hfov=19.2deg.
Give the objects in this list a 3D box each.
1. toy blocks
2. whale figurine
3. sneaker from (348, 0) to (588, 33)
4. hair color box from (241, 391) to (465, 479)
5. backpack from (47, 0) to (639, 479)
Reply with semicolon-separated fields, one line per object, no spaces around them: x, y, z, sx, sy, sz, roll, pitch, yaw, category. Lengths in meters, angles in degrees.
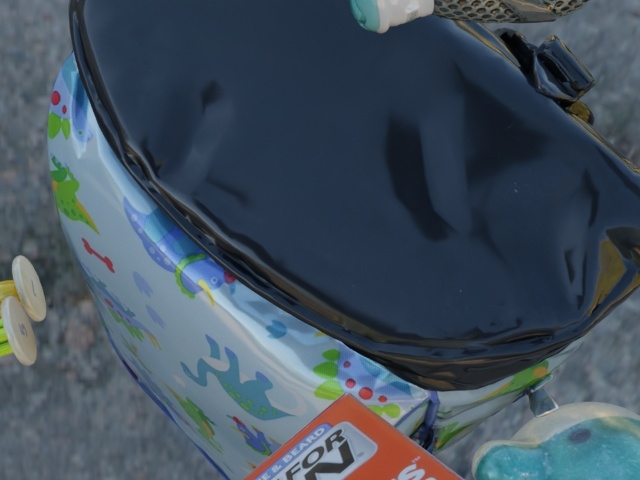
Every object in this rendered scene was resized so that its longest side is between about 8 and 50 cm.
-0.285;0.073;1.409;0.148;0.054;0.123;-19;24;7;toy blocks
0.164;0.242;1.407;0.272;0.216;0.141;-29;35;-13;whale figurine
0.053;-0.133;0.502;0.076;0.065;0.166;9;92;-4;sneaker
0.043;0.097;0.314;0.053;0.167;0.093;-40;117;-11;hair color box
0.000;0.000;0.965;0.290;0.355;0.273;41;90;8;backpack
